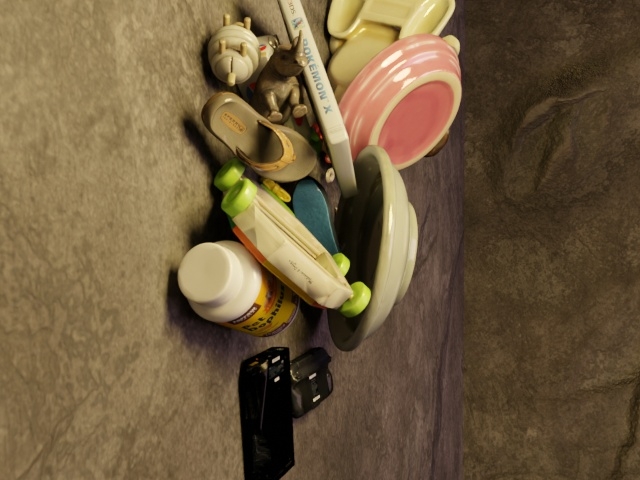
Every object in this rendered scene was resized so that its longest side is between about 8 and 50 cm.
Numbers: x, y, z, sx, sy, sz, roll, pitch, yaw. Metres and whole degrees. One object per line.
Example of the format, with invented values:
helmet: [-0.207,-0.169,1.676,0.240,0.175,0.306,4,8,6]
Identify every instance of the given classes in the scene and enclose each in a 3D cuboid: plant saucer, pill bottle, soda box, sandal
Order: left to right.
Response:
pill bottle: [-0.119,0.071,1.084,0.215,0.117,0.117,37,54,-64]
sandal: [-0.082,-0.146,1.106,0.090,0.060,0.219,-52,135,2]
soda box: [-0.083,-0.243,1.283,0.216,0.073,0.069,69,27,-42]
plant saucer: [0.106,0.020,1.439,0.400,0.100,0.401,-171,-90,-78]
plant saucer: [0.177,-0.268,1.560,0.084,0.332,0.332,48,0,30]

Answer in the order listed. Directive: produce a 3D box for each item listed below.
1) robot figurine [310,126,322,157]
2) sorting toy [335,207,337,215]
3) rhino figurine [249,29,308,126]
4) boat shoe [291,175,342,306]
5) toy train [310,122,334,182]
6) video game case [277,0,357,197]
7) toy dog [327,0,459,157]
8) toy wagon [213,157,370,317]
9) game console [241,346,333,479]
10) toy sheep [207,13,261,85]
robot figurine: [-0.035,-0.170,1.411,0.115,0.067,0.101,-68,176,-49]
sorting toy: [0.051,-0.040,1.707,0.083,0.012,0.062,21,67,-68]
rhino figurine: [-0.067,-0.231,1.166,0.243,0.073,0.106,115,-38,-47]
boat shoe: [0.000,0.000,1.417,0.089,0.108,0.259,-87,178,-67]
toy train: [0.000,-0.203,1.552,0.125,0.046,0.166,-65,154,-24]
video game case: [-0.002,-0.254,1.312,0.329,0.036,0.300,63,9,-77]
toy dog: [0.191,-0.355,1.759,0.408,0.284,0.396,46,58,-61]
toy wagon: [-0.058,-0.015,1.170,0.267,0.068,0.344,43,6,-24]
game console: [-0.050,0.291,1.355,0.361,0.043,0.213,-9,98,-69]
toy sheep: [-0.133,-0.287,1.137,0.091,0.091,0.132,63,27,-48]
